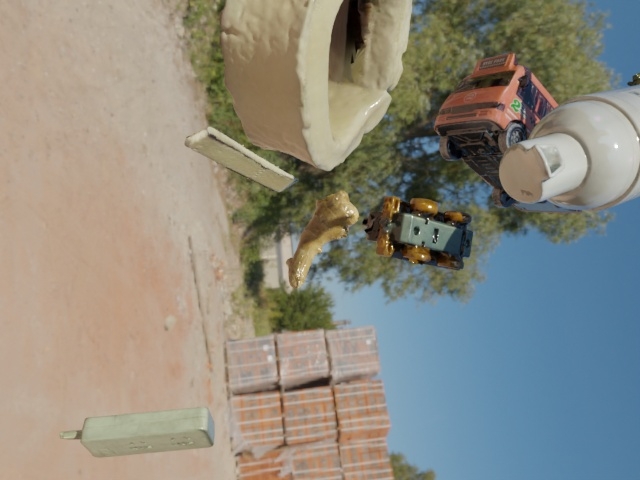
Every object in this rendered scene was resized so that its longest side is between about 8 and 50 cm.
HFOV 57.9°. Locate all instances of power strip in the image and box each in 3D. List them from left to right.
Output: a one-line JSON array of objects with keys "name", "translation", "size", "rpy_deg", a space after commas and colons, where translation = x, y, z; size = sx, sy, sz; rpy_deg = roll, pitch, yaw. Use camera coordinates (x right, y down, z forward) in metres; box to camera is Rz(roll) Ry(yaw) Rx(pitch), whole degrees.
[{"name": "power strip", "translation": [-0.351, 0.367, 1.102], "size": [0.093, 0.288, 0.053], "rpy_deg": [85, -1, -51]}]

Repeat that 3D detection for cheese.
[{"name": "cheese", "translation": [-0.199, -0.207, 1.548], "size": [0.400, 0.085, 0.034], "rpy_deg": [24, 49, -55]}, {"name": "cheese", "translation": [0.008, -0.282, 0.858], "size": [0.292, 0.153, 0.332], "rpy_deg": [-37, 144, -43]}]

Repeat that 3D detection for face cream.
[{"name": "face cream", "translation": [0.341, -0.112, 0.715], "size": [0.145, 0.370, 0.145], "rpy_deg": [27, -56, 48]}]

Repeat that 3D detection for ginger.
[{"name": "ginger", "translation": [0.000, 0.000, 1.569], "size": [0.294, 0.131, 0.086], "rpy_deg": [-61, 161, 2]}]

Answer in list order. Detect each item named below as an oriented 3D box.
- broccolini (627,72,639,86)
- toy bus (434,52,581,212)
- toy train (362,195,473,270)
[{"name": "broccolini", "translation": [0.652, -0.379, 1.077], "size": [0.074, 0.079, 0.392], "rpy_deg": [41, -69, 51]}, {"name": "toy bus", "translation": [0.483, -0.236, 1.400], "size": [0.203, 0.427, 0.233], "rpy_deg": [6, -112, 52]}, {"name": "toy train", "translation": [0.277, -0.014, 1.604], "size": [0.232, 0.369, 0.163], "rpy_deg": [4, -96, 51]}]
